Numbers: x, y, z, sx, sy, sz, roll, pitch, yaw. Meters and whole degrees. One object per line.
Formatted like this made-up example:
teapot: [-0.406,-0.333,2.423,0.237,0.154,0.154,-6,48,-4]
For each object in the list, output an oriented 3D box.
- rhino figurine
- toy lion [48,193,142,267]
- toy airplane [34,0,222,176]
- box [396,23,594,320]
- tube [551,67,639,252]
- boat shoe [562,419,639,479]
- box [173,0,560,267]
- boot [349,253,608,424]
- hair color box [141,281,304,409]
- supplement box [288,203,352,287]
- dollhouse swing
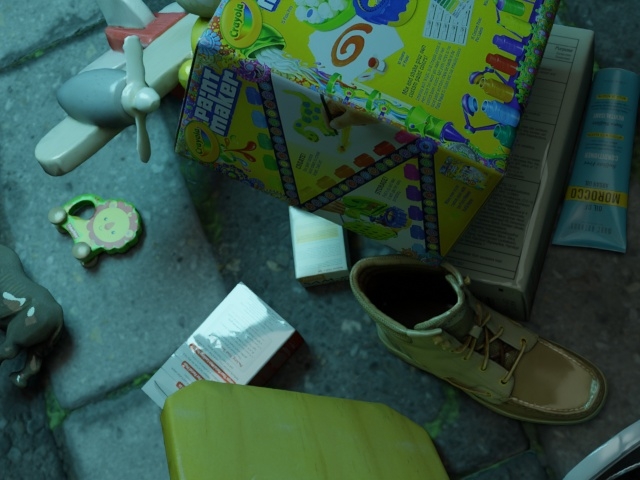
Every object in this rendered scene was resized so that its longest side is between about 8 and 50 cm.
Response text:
rhino figurine: [-0.402,0.062,1.316,0.106,0.073,0.243,-47,65,-2]
toy lion: [-0.274,-0.020,1.340,0.096,0.034,0.100,-36,66,-9]
toy airplane: [-0.133,-0.241,1.252,0.385,0.272,0.386,-7,51,0]
box: [0.199,-0.084,1.197,0.148,0.121,0.311,14,74,18]
tube: [0.318,-0.089,1.215,0.080,0.052,0.207,7,78,25]
boat shoe: [0.355,0.210,1.080,0.229,0.080,0.076,-28,64,-6]
box: [0.053,-0.180,1.020,0.279,0.177,0.289,24,58,-2]
boot: [0.162,0.100,1.093,0.262,0.203,0.095,24,77,21]
hair color box: [-0.110,0.141,1.226,0.093,0.053,0.167,40,82,22]
supplement box: [0.000,0.000,1.260,0.062,0.036,0.098,-10,68,10]
dollhouse swing: [-0.022,0.346,1.036,0.347,0.305,0.315,10,102,-21]
